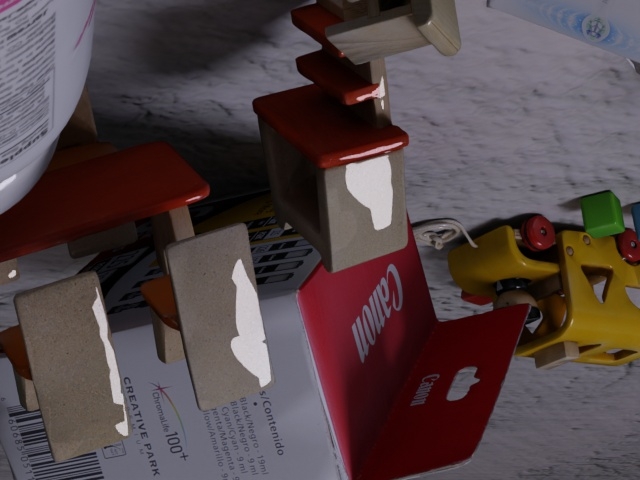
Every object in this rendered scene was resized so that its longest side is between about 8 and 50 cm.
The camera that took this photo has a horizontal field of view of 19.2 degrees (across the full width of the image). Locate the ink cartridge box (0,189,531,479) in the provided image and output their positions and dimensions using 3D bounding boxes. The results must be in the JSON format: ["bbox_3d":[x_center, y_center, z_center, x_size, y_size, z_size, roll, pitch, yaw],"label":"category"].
[{"bbox_3d":[-0.026,0.057,1.195,0.272,0.130,0.309,-13,-167,15],"label":"ink cartridge box"}]

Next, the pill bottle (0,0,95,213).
[{"bbox_3d":[-0.177,-0.111,0.813,0.160,0.160,0.283,-3,161,-10],"label":"pill bottle"}]

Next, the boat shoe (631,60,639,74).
[{"bbox_3d":[0.286,-0.108,0.945,0.302,0.113,0.103,-13,122,-18],"label":"boat shoe"}]

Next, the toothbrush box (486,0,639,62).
[{"bbox_3d":[0.195,-0.165,0.717,0.216,0.126,0.295,22,163,5],"label":"toothbrush box"}]

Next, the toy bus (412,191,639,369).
[{"bbox_3d":[0.183,0.048,1.493,0.202,0.104,0.191,-10,161,7],"label":"toy bus"}]

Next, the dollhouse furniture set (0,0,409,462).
[{"bbox_3d":[-0.090,-0.032,1.008,0.259,0.135,0.262,-18,-152,-18],"label":"dollhouse furniture set"}]

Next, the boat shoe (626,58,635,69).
[{"bbox_3d":[0.237,-0.131,1.033,0.084,0.095,0.258,-25,165,34],"label":"boat shoe"}]

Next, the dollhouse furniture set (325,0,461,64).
[{"bbox_3d":[0.018,-0.173,0.697,0.101,0.161,0.182,-14,161,19],"label":"dollhouse furniture set"}]
